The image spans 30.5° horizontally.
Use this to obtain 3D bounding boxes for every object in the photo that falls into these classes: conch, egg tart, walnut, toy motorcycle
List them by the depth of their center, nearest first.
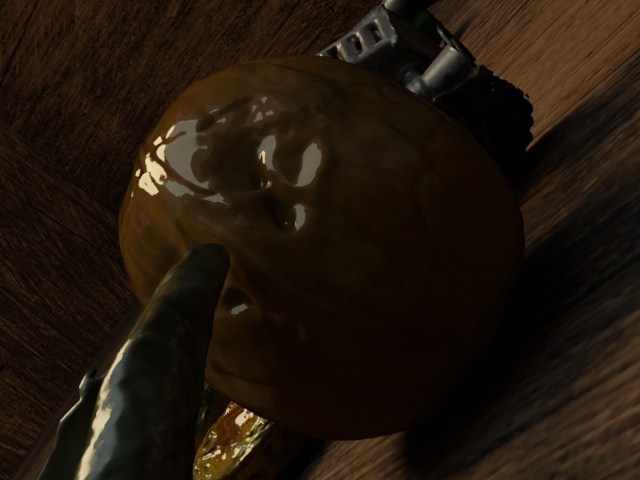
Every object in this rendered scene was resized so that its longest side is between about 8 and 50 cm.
[{"bbox_3d":[-0.084,0.185,0.452,0.203,0.169,0.386,-32,20,43],"label":"conch"},{"bbox_3d":[0.000,0.000,0.631,0.193,0.225,0.193,-37,-41,-39],"label":"walnut"},{"bbox_3d":[0.033,-0.072,0.786,0.401,0.207,0.134,-45,36,24],"label":"toy motorcycle"},{"bbox_3d":[-0.042,0.135,0.819,0.130,0.052,0.130,-49,9,11],"label":"egg tart"}]

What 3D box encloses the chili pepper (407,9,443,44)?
[{"bbox_3d":[0.068,-0.183,1.466,0.253,0.083,0.099,-56,7,5],"label":"chili pepper"}]

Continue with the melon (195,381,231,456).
[{"bbox_3d":[-0.095,0.139,0.969,0.202,0.093,0.139,-44,6,-3],"label":"melon"}]
